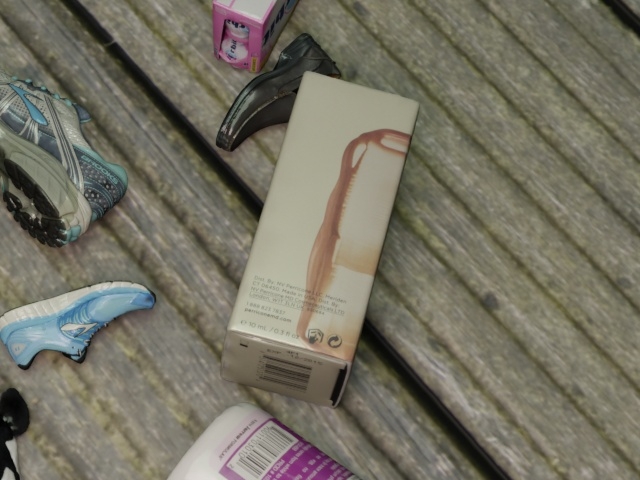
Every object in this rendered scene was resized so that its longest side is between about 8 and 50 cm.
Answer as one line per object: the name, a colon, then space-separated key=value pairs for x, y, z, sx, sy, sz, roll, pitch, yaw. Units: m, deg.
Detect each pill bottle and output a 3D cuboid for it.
pill bottle: x=0.001 y=0.297 z=1.472 sx=0.301 sy=0.169 sz=0.169 roll=34 pitch=68 yaw=12

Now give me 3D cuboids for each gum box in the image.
gum box: x=-0.057 y=-0.286 z=1.768 sx=0.062 sy=0.107 sz=0.188 roll=24 pitch=66 yaw=7

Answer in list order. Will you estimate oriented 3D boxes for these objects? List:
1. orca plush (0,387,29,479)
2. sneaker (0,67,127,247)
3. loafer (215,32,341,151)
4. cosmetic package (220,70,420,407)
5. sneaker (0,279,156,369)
orca plush: x=-0.366 y=0.148 z=1.551 sx=0.151 sy=0.102 sz=0.287 roll=-11 pitch=67 yaw=-9
sneaker: x=-0.317 y=-0.117 z=1.693 sx=0.122 sy=0.110 sz=0.283 roll=-32 pitch=73 yaw=-35
loafer: x=-0.046 y=-0.153 z=1.735 sx=0.061 sy=0.062 sz=0.170 roll=39 pitch=70 yaw=8
cosmetic package: x=0.000 y=0.000 z=1.618 sx=0.129 sy=0.153 sz=0.296 roll=15 pitch=67 yaw=1
sneaker: x=-0.243 y=0.087 z=1.621 sx=0.162 sy=0.063 sz=0.073 roll=-18 pitch=85 yaw=-7
